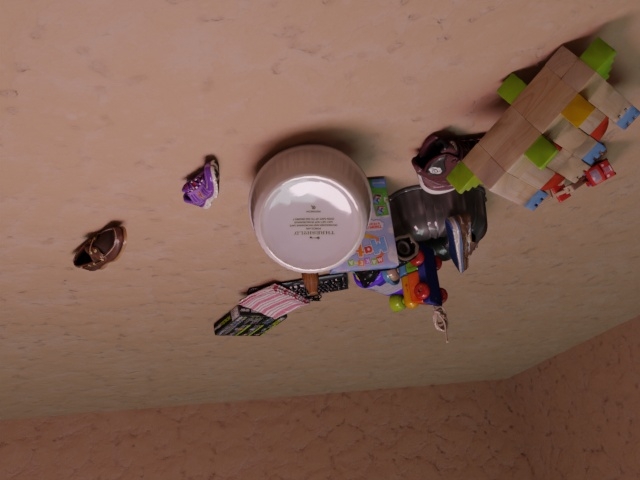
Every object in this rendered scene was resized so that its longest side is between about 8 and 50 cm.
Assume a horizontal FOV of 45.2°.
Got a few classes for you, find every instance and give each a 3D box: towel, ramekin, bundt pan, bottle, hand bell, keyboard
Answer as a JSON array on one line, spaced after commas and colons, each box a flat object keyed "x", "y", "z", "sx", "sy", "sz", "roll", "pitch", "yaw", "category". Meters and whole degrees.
[{"x": -0.142, "y": 0.195, "z": 2.386, "sx": 0.144, "sy": 0.029, "sz": 0.197, "roll": -25, "pitch": 148, "yaw": 26, "category": "towel"}, {"x": -0.021, "y": -0.057, "z": 1.604, "sx": 0.272, "sy": 0.273, "sz": 0.127, "roll": -12, "pitch": -159, "yaw": 4, "category": "ramekin"}, {"x": 0.286, "y": -0.028, "z": 2.001, "sx": 0.330, "sy": 0.124, "sz": 0.331, "roll": -10, "pitch": 157, "yaw": -4, "category": "bundt pan"}, {"x": 0.215, "y": 0.114, "z": 2.336, "sx": 0.118, "sy": 0.092, "sz": 0.283, "roll": -28, "pitch": 152, "yaw": 29, "category": "bottle"}, {"x": -0.038, "y": 0.013, "z": 1.802, "sx": 0.126, "sy": 0.242, "sz": 0.126, "roll": -8, "pitch": 157, "yaw": -3, "category": "hand bell"}, {"x": -0.068, "y": 0.168, "z": 2.423, "sx": 0.317, "sy": 0.033, "sz": 0.201, "roll": -9, "pitch": 157, "yaw": -1, "category": "keyboard"}]

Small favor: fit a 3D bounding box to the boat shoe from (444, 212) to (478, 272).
[{"x": 0.351, "y": 0.008, "z": 1.876, "sx": 0.066, "sy": 0.066, "sz": 0.183, "roll": -22, "pitch": 138, "yaw": -4, "category": "boat shoe"}]

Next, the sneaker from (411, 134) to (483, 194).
[{"x": 0.330, "y": -0.187, "z": 1.676, "sx": 0.281, "sy": 0.106, "sz": 0.162, "roll": -19, "pitch": 153, "yaw": 20, "category": "sneaker"}]

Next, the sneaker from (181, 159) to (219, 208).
[{"x": -0.257, "y": -0.114, "z": 1.641, "sx": 0.071, "sy": 0.068, "sz": 0.170, "roll": 5, "pitch": 154, "yaw": -20, "category": "sneaker"}]

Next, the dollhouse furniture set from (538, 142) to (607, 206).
[{"x": 0.594, "y": -0.155, "z": 1.832, "sx": 0.151, "sy": 0.123, "sz": 0.144, "roll": 6, "pitch": 152, "yaw": -34, "category": "dollhouse furniture set"}]

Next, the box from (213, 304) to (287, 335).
[{"x": -0.236, "y": 0.270, "z": 2.573, "sx": 0.184, "sy": 0.045, "sz": 0.190, "roll": 3, "pitch": 153, "yaw": -34, "category": "box"}]

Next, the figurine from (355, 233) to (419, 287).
[{"x": 0.111, "y": -0.002, "z": 1.914, "sx": 0.092, "sy": 0.215, "sz": 0.209, "roll": -29, "pitch": 173, "yaw": -38, "category": "figurine"}]

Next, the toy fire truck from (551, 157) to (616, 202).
[{"x": 0.648, "y": -0.147, "z": 1.906, "sx": 0.135, "sy": 0.047, "sz": 0.192, "roll": -31, "pitch": 177, "yaw": 11, "category": "toy fire truck"}]

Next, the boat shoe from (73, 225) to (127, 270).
[{"x": -0.527, "y": 0.023, "z": 1.833, "sx": 0.073, "sy": 0.073, "sz": 0.207, "roll": 5, "pitch": 152, "yaw": -36, "category": "boat shoe"}]

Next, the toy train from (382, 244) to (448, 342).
[{"x": 0.235, "y": 0.149, "z": 1.921, "sx": 0.143, "sy": 0.248, "sz": 0.105, "roll": -22, "pitch": 155, "yaw": 35, "category": "toy train"}]

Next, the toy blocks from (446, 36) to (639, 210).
[{"x": 0.472, "y": -0.206, "z": 1.551, "sx": 0.261, "sy": 0.191, "sz": 0.381, "roll": 16, "pitch": 121, "yaw": -48, "category": "toy blocks"}]

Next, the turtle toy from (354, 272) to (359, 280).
[{"x": 0.130, "y": 0.053, "z": 2.187, "sx": 0.130, "sy": 0.066, "sz": 0.095, "roll": -23, "pitch": 124, "yaw": 29, "category": "turtle toy"}]

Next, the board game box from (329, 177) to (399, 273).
[{"x": 0.087, "y": -0.035, "z": 1.779, "sx": 0.160, "sy": 0.212, "sz": 0.039, "roll": -5, "pitch": 167, "yaw": -13, "category": "board game box"}]
